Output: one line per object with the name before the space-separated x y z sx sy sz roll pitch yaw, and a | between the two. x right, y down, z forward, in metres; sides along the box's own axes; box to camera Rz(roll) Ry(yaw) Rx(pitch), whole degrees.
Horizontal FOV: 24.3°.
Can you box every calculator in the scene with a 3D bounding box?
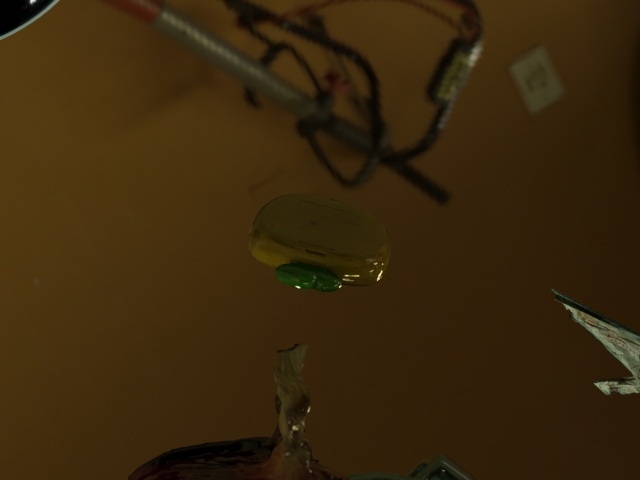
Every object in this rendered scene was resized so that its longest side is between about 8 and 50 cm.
calculator | 0.000 0.000 1.516 0.146 0.032 0.235 14 -160 1

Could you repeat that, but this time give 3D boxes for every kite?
kite | 0.478 0.208 2.100 0.014 0.406 0.368 -48 -173 -16

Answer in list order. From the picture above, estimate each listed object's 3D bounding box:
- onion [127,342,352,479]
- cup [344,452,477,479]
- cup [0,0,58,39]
onion | -0.038 0.279 1.117 0.256 0.272 0.230 -27 -155 -16
cup | 0.020 0.388 1.594 0.392 0.310 0.400 122 -21 -59
cup | -0.480 -0.421 1.751 0.257 0.311 0.331 -48 161 31
